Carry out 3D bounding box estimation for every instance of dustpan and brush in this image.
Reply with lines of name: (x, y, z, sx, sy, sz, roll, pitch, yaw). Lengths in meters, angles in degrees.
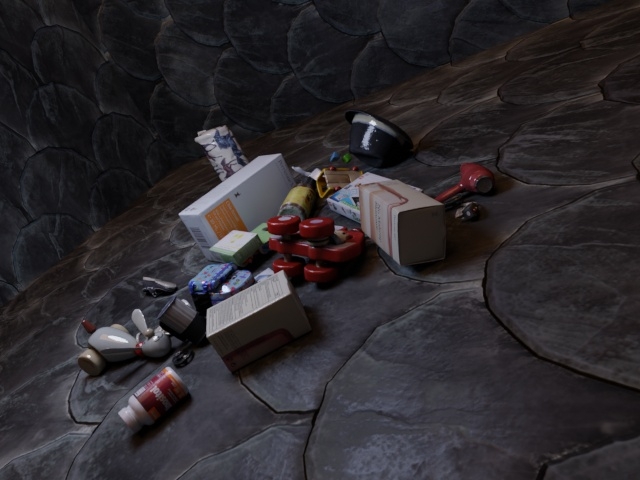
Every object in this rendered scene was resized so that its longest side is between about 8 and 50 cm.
dustpan and brush: (-0.016, -0.261, 2.023, 0.060, 0.211, 0.147, -54, 22, 9)

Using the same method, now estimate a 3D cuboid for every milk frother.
milk frother: (-0.402, 0.256, 1.400, 0.129, 0.135, 0.143, -46, 15, 20)

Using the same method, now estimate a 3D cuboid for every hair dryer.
hair dryer: (0.401, -0.156, 1.476, 0.224, 0.080, 0.293, -3, 33, 44)

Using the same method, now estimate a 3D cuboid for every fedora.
fedora: (0.206, -0.393, 2.011, 0.152, 0.334, 0.334, -61, 28, -1)

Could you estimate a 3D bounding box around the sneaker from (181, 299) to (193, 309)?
sneaker: (-0.472, 0.231, 1.636, 0.134, 0.051, 0.070, -2, 36, 50)

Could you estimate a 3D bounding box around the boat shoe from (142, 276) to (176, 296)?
boat shoe: (-0.617, 0.183, 1.899, 0.206, 0.075, 0.065, 7, 83, 44)

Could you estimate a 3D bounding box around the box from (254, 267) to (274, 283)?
box: (-0.212, 0.180, 1.472, 0.233, 0.044, 0.159, -34, 25, -15)

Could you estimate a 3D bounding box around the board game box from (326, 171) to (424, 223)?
board game box: (0.178, -0.135, 1.661, 0.193, 0.053, 0.305, -34, 31, -16)

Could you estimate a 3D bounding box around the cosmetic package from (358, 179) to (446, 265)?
cosmetic package: (0.212, -0.058, 1.349, 0.129, 0.153, 0.296, -10, 20, -12)

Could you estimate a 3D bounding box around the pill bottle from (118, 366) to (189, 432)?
pill bottle: (-0.402, 0.386, 1.202, 0.152, 0.086, 0.086, -40, 27, -26)

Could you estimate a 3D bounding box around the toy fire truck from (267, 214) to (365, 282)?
toy fire truck: (0.000, 0.000, 1.485, 0.302, 0.169, 0.254, 7, 21, 38)

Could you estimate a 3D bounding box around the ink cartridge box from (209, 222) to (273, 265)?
ink cartridge box: (-0.256, -0.010, 1.761, 0.235, 0.056, 0.171, -43, 30, -27)

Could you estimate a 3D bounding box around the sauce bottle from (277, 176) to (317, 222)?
sauce bottle: (-0.077, -0.158, 1.936, 0.111, 0.111, 0.344, -18, 25, 21)

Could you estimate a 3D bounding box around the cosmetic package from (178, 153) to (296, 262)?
cosmetic package: (-0.303, -0.136, 1.987, 0.161, 0.230, 0.453, 3, 38, 48)

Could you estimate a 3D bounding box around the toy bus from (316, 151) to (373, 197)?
toy bus: (0.085, -0.212, 1.880, 0.191, 0.202, 0.104, -54, 4, -34)

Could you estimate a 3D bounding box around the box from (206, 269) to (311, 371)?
box: (-0.160, 0.202, 1.272, 0.232, 0.127, 0.148, -27, 23, -1)

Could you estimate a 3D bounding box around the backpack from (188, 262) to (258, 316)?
backpack: (-0.259, 0.135, 1.403, 0.173, 0.117, 0.158, -4, 24, 30)

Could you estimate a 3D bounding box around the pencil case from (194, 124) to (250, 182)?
pencil case: (-0.406, -0.332, 2.268, 0.183, 0.410, 0.160, -10, 27, 48)

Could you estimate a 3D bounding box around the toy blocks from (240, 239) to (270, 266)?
toy blocks: (-0.241, 0.045, 1.767, 0.148, 0.054, 0.123, -6, 31, 39)

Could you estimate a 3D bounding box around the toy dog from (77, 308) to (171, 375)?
toy dog: (-0.609, 0.290, 1.517, 0.334, 0.161, 0.220, -22, 24, 12)
